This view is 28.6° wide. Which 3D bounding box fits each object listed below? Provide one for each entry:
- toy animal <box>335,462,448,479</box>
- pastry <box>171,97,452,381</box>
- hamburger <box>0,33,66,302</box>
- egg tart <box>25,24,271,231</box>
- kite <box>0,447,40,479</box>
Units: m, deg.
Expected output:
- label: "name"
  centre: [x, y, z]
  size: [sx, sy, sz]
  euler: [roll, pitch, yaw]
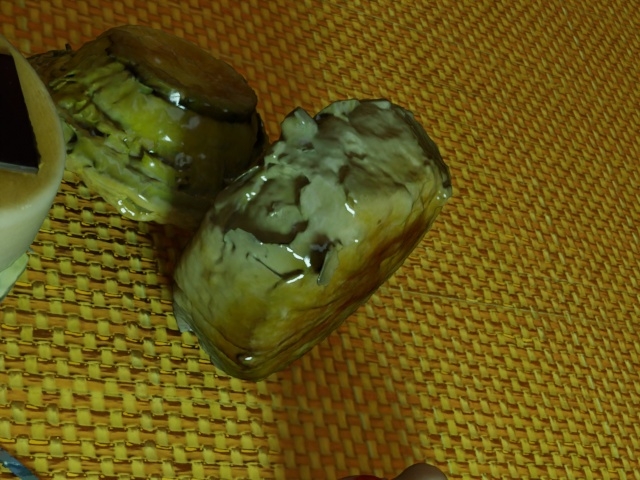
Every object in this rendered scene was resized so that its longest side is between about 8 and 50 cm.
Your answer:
- label: "toy animal"
  centre: [0.070, 0.294, 1.144]
  size: [0.197, 0.171, 0.171]
  euler: [39, 41, -9]
- label: "pastry"
  centre: [0.000, 0.000, 1.187]
  size: [0.136, 0.330, 0.329]
  euler: [47, 39, 14]
- label: "hamburger"
  centre: [-0.359, -0.072, 1.044]
  size: [0.302, 0.170, 0.302]
  euler: [27, 40, -25]
- label: "egg tart"
  centre: [-0.155, -0.127, 1.247]
  size: [0.294, 0.123, 0.294]
  euler: [28, 23, -13]
- label: "kite"
  centre: [-0.226, 0.255, 1.024]
  size: [0.310, 0.015, 0.169]
  euler: [51, 39, 2]
